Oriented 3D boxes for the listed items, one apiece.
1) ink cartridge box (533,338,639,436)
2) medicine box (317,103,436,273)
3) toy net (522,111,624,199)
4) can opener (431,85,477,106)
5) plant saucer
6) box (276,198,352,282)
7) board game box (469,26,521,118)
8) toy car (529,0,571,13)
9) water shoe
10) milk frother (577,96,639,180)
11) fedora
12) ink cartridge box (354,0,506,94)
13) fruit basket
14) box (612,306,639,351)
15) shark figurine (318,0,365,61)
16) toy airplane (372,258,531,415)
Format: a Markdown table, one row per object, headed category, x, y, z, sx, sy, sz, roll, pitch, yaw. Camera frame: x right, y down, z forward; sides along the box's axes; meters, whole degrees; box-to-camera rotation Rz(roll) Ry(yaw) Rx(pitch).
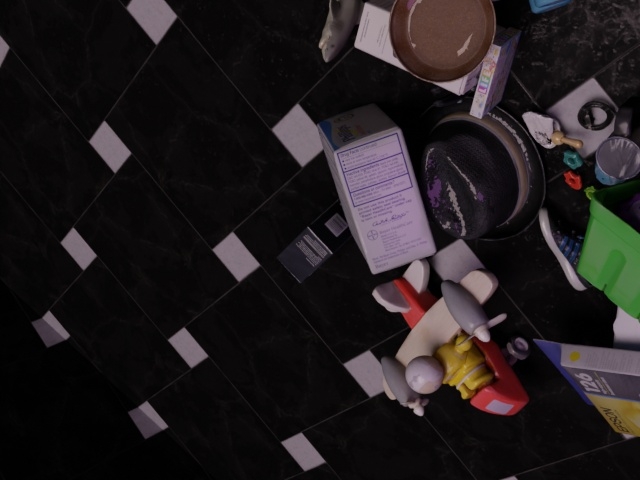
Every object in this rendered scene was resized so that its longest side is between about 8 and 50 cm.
| category | x | y | z | sx | sy | sz | roll | pitch | yaw |
| --- | --- | --- | --- | --- | --- | --- | --- | --- | --- |
| ink cartridge box | 0.632 | 0.321 | 1.774 | 0.307 | 0.072 | 0.303 | -1 | 144 | 45 |
| medicine box | 0.116 | -0.118 | 1.830 | 0.149 | 0.263 | 0.289 | -19 | 112 | -1 |
| toy net | 0.494 | -0.177 | 1.680 | 0.232 | 0.045 | 0.122 | 43 | 158 | 10 |
| can opener | 0.259 | -0.294 | 1.678 | 0.073 | 0.186 | 0.059 | -17 | 104 | 29 |
| plant saucer | 0.220 | -0.382 | 1.520 | 0.199 | 0.036 | 0.198 | 7 | 106 | 26 |
| box | 0.000 | 0.000 | 2.091 | 0.093 | 0.156 | 0.158 | 47 | 136 | 0 |
| board game box | 0.339 | -0.325 | 1.650 | 0.026 | 0.103 | 0.154 | 27 | 131 | 21 |
| toy car | 0.446 | -0.524 | 1.414 | 0.238 | 0.210 | 0.219 | -14 | 96 | 13 |
| water shoe | 0.524 | 0.007 | 1.769 | 0.080 | 0.073 | 0.203 | -26 | 107 | 24 |
| milk frother | 0.535 | -0.191 | 1.568 | 0.143 | 0.135 | 0.129 | -9 | 110 | 41 |
| fedora | 0.302 | -0.125 | 1.779 | 0.334 | 0.152 | 0.334 | 19 | 128 | 26 |
| ink cartridge box | 0.214 | -0.393 | 1.649 | 0.237 | 0.172 | 0.100 | 29 | 129 | 18 |
| fruit basket | 0.681 | -0.013 | 1.461 | 0.392 | 0.283 | 0.392 | 19 | 115 | 46 |
| box | 0.693 | 0.164 | 1.697 | 0.182 | 0.119 | 0.181 | 15 | 127 | 30 |
| shark figurine | 0.077 | -0.509 | 1.755 | 0.116 | 0.166 | 0.278 | 15 | 112 | -2 |
| toy airplane | 0.266 | 0.236 | 1.963 | 0.384 | 0.272 | 0.386 | 2 | 120 | 37 |
